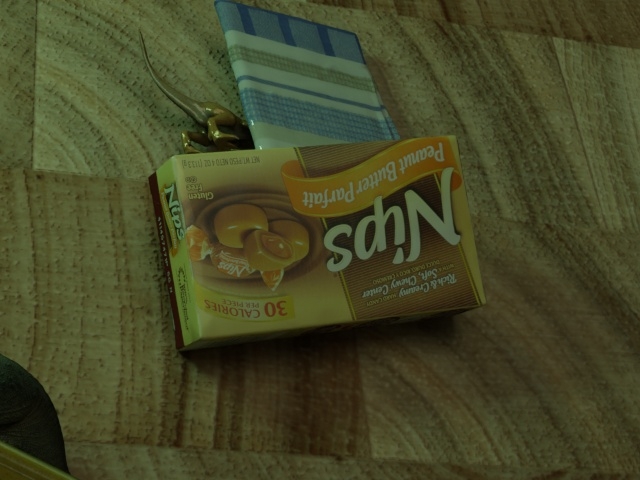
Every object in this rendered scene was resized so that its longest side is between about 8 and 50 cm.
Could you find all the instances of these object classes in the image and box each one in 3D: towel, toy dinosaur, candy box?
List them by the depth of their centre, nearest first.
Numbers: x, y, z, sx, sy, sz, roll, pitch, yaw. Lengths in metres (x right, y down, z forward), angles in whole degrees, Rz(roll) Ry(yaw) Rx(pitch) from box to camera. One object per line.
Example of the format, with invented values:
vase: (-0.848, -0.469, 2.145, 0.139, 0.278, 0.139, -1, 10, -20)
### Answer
toy dinosaur: (-0.315, 0.145, 1.285, 0.313, 0.121, 0.160, 15, 60, -2)
candy box: (0.000, 0.000, 1.501, 0.316, 0.087, 0.183, -5, 81, -25)
toy dinosaur: (-0.127, -0.135, 1.645, 0.211, 0.064, 0.112, 26, 35, -17)
towel: (-0.006, -0.150, 1.681, 0.209, 0.034, 0.285, 10, 46, -33)

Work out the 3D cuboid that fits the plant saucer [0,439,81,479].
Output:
plant saucer: (-0.254, 0.278, 1.111, 0.333, 0.081, 0.333, 34, 40, -31)
